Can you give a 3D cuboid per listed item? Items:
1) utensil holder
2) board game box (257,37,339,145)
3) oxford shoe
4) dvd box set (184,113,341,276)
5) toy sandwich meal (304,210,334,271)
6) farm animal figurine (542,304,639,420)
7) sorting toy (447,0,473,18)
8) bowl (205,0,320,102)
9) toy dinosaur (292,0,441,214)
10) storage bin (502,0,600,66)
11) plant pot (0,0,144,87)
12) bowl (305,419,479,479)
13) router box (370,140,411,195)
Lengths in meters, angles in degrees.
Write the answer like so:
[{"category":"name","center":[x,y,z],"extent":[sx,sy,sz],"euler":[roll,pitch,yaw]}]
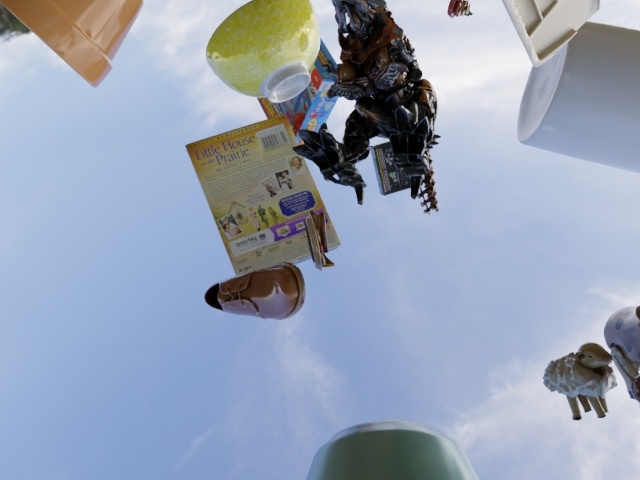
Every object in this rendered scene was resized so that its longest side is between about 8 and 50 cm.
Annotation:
[{"category":"utensil holder","center":[0.720,-0.336,1.221],"extent":[0.385,0.328,0.328],"euler":[13,-130,5]},{"category":"board game box","center":[-0.076,-0.469,1.529],"extent":[0.086,0.302,0.308],"euler":[-10,-120,-32]},{"category":"oxford shoe","center":[-0.094,0.076,0.690],"extent":[0.076,0.076,0.212],"euler":[-3,171,-37]},{"category":"dvd box set","center":[-0.162,-0.120,1.418],"extent":[0.307,0.062,0.421],"euler":[-22,-99,-14]},{"category":"toy sandwich meal","center":[0.000,0.000,0.666],"extent":[0.029,0.086,0.086],"euler":[-12,-138,-5]},{"category":"farm animal figurine","center":[0.517,0.128,0.702],"extent":[0.330,0.327,0.172],"euler":[-14,-103,-14]},{"category":"sorting toy","center":[0.289,-0.478,1.012],"extent":[0.042,0.061,0.102],"euler":[25,-114,16]},{"category":"bowl","center":[-0.110,-0.426,1.209],"extent":[0.289,0.289,0.156],"euler":[-27,-97,-5]},{"category":"toy dinosaur","center":[0.098,-0.168,0.648],"extent":[0.164,0.322,0.218],"euler":[-30,-156,45]},{"category":"storage bin","center":[0.205,-0.387,0.645],"extent":[0.123,0.260,0.262],"euler":[-44,-127,16]},{"category":"plant pot","center":[-0.494,-0.481,0.996],"extent":[0.203,0.291,0.291],"euler":[-47,-134,-3]},{"category":"bowl","center":[0.101,0.370,0.728],"extent":[0.311,0.312,0.163],"euler":[-12,-132,12]},{"category":"router box","center":[0.176,-0.176,1.199],"extent":[0.092,0.123,0.038],"euler":[-16,-165,-7]}]
